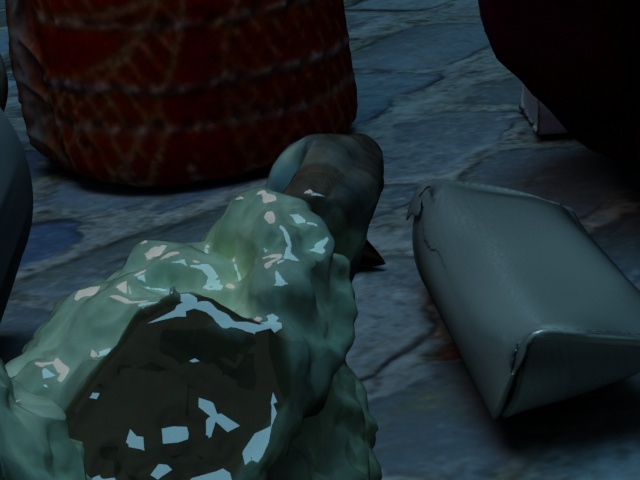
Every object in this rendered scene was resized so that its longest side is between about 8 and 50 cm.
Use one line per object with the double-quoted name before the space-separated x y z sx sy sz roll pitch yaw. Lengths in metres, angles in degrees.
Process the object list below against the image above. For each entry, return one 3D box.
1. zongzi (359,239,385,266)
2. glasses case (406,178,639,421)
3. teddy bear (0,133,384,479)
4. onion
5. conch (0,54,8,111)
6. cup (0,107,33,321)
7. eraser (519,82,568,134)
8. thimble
"zongzi" 0.000 0.000 1.171 0.073 0.067 0.083 -10 37 -35
"glasses case" 0.143 0.039 0.990 0.128 0.083 0.308 -1 19 -6
"teddy bear" -0.138 0.118 0.466 0.375 0.327 0.362 -4 46 -8
"onion" 0.304 -0.163 1.223 0.398 0.398 0.420 5 66 24
"conch" -0.416 -0.139 1.504 0.149 0.183 0.275 48 49 11
"cup" -0.348 0.040 0.920 0.323 0.237 0.327 -33 19 8
"eraser" 0.352 -0.169 1.508 0.287 0.086 0.130 -4 22 1
"thimble" -0.142 -0.206 1.508 0.350 0.231 0.350 -3 19 1
